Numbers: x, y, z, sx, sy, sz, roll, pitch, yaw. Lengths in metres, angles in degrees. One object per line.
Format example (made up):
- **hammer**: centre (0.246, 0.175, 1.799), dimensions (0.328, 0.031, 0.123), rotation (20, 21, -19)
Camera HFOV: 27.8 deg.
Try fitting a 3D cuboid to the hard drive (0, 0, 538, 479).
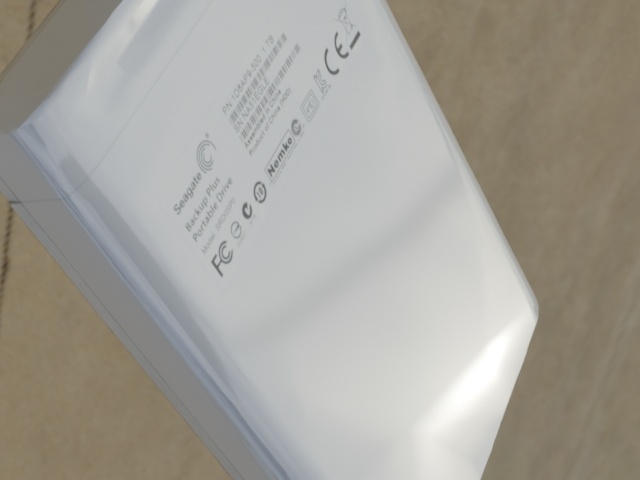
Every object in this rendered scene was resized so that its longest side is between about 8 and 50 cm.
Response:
- **hard drive**: centre (0.000, 0.000, 0.627), dimensions (0.353, 0.047, 0.233), rotation (58, 45, -35)
